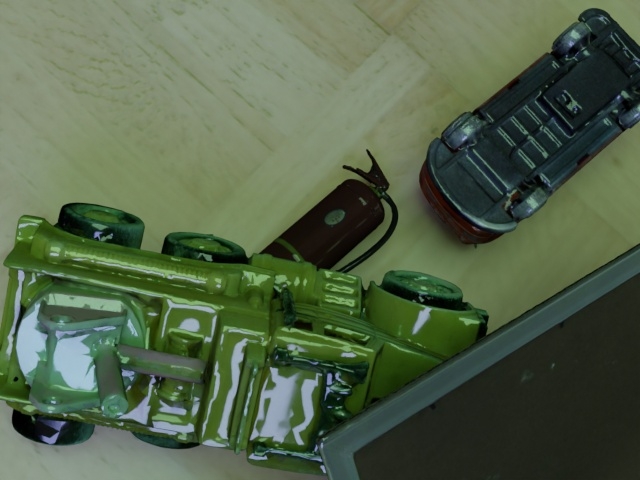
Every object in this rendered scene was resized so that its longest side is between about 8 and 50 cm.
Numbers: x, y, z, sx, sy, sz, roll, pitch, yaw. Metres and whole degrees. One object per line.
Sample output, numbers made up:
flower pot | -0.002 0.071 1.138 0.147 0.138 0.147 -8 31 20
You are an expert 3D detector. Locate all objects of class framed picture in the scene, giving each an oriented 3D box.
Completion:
framed picture | 0.134 0.123 0.602 0.273 0.016 0.216 -27 117 -22

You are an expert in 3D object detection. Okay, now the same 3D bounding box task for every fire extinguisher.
fire extinguisher | 0.000 0.000 0.670 0.132 0.039 0.056 -40 74 -19

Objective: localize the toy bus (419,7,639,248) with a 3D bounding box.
toy bus | 0.135 -0.065 0.695 0.174 0.077 0.079 -39 84 -18

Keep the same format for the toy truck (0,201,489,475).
toy truck | -0.040 0.073 0.573 0.259 0.135 0.128 11 101 -11
